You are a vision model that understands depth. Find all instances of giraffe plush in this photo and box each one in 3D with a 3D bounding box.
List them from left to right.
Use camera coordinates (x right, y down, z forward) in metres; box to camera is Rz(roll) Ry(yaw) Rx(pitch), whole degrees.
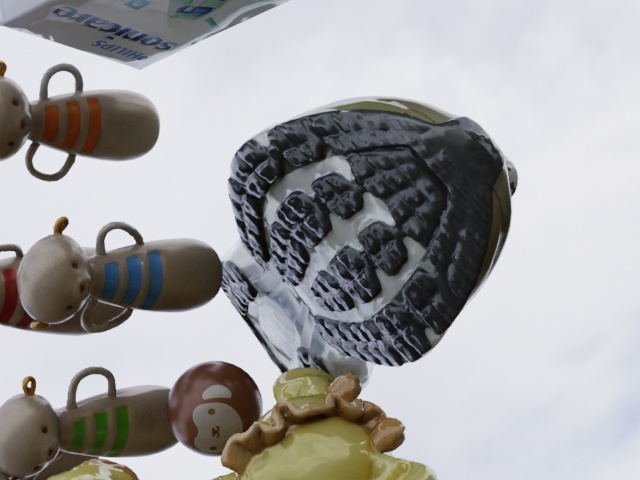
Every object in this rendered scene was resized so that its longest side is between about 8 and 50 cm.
[{"bbox_3d":[-0.033,0.146,0.747,0.170,0.181,0.210,-34,-28,-15],"label":"giraffe plush"}]

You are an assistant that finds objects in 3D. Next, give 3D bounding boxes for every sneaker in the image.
[{"bbox_3d":[0.048,-0.021,0.909,0.182,0.158,0.410,-39,-2,-18],"label":"sneaker"}]

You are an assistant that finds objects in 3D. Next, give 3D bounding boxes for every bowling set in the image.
[{"bbox_3d":[-0.139,0.051,0.834,0.154,0.200,0.287,0,-75,-42],"label":"bowling set"}]

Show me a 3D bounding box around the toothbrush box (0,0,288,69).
[{"bbox_3d":[-0.042,-0.248,0.789,0.296,0.216,0.126,-20,-17,28],"label":"toothbrush box"}]
